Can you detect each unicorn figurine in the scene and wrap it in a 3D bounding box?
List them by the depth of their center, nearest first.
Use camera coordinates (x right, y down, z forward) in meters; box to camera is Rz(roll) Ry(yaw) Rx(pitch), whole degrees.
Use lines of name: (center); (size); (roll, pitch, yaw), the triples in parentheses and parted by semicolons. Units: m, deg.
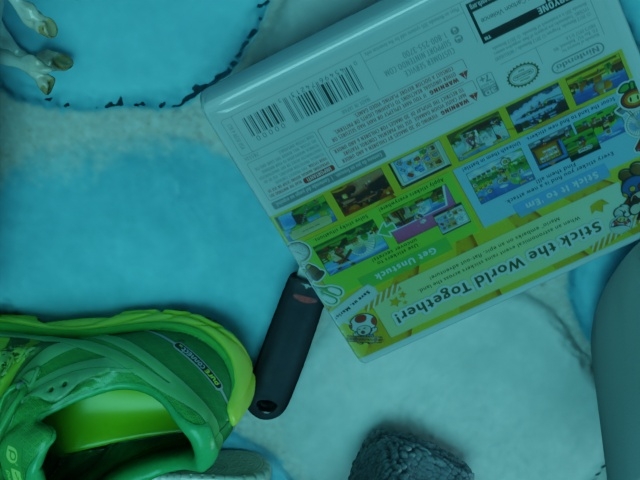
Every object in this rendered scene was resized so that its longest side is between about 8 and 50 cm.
unicorn figurine: (-0.196, -0.125, 0.741); (0.111, 0.060, 0.162); (26, 125, 1)

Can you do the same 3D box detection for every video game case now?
video game case: (0.079, -0.050, 0.749); (0.227, 0.026, 0.206); (-26, 122, 9)

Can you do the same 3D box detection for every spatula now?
spatula: (0.000, 0.000, 0.808); (0.084, 0.030, 0.297); (15, 119, -7)

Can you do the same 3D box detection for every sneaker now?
sneaker: (-0.191, 0.112, 0.834); (0.295, 0.123, 0.109); (-10, 118, 11)
sneaker: (-0.112, 0.185, 0.904); (0.152, 0.058, 0.085); (4, 111, -5)

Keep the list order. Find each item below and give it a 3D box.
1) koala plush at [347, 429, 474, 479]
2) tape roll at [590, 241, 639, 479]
koala plush: (0.082, 0.281, 0.880); (0.221, 0.203, 0.196); (31, 118, -25)
tape roll: (0.283, 0.107, 0.748); (0.246, 0.169, 0.246); (3, 128, 4)
